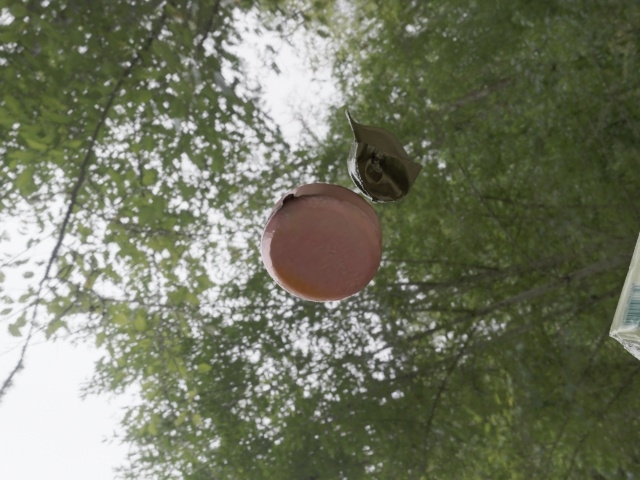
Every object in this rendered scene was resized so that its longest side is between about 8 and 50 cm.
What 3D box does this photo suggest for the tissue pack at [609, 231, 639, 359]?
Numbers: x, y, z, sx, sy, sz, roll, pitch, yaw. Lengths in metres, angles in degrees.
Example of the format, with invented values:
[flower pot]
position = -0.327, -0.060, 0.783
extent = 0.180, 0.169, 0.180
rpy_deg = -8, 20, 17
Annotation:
[tissue pack]
position = 0.835, 0.088, 1.404
extent = 0.207, 0.297, 0.380
rpy_deg = 31, -104, -28

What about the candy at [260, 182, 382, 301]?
[candy]
position = 0.000, 0.000, 1.307
extent = 0.255, 0.255, 0.094
rpy_deg = 52, -157, -19

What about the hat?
[hat]
position = 0.095, -0.169, 1.339
extent = 0.166, 0.144, 0.173
rpy_deg = 18, -168, -32
